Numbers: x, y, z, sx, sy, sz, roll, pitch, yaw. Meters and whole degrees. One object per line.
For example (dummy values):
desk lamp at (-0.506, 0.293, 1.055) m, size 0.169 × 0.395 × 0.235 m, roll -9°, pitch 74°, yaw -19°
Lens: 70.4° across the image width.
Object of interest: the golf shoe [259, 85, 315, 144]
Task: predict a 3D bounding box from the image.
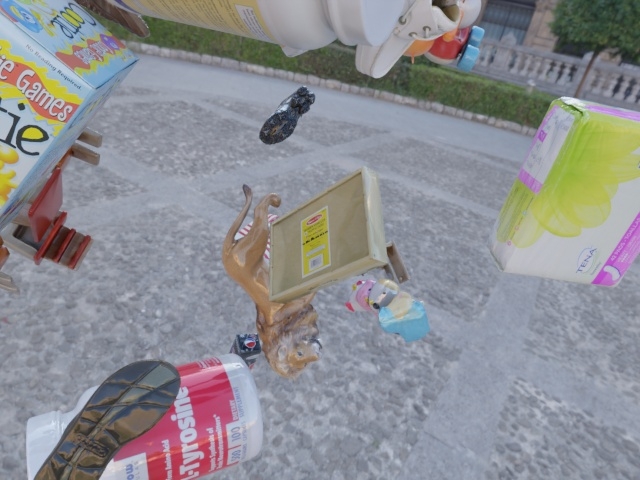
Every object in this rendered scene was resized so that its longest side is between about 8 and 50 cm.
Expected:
golf shoe at (-0.097, -0.344, 1.274) m, size 0.077 × 0.198 × 0.094 m, roll 47°, pitch -5°, yaw -23°

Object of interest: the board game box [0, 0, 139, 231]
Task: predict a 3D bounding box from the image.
board game box at (-0.338, -0.119, 0.452) m, size 0.142 × 0.275 × 0.144 m, roll 41°, pitch 21°, yaw -25°

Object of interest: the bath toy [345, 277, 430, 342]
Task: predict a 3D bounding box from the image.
bath toy at (0.154, 0.166, 1.201) m, size 0.129 × 0.151 × 0.348 m, roll -18°, pitch 6°, yaw -10°

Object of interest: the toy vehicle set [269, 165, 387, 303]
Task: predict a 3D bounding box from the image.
toy vehicle set at (0.000, 0.000, 0.802) m, size 0.035 × 0.267 × 0.166 m, roll 19°, pitch 59°, yaw -37°

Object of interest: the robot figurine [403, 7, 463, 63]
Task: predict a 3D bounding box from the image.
robot figurine at (0.217, -0.498, 0.980) m, size 0.158 × 0.219 × 0.128 m, roll 25°, pitch 8°, yaw -27°

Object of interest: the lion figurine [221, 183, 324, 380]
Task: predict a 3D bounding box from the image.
lion figurine at (-0.111, 0.091, 0.980) m, size 0.392 × 0.142 × 0.240 m, roll 51°, pitch 58°, yaw -11°

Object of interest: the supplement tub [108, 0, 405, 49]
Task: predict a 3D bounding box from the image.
supplement tub at (-0.076, -0.340, 0.469) m, size 0.331 × 0.241 × 0.241 m, roll 19°, pitch 28°, yaw 15°

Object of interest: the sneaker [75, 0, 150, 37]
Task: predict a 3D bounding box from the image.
sneaker at (-0.399, -0.437, 0.821) m, size 0.188 × 0.071 × 0.066 m, roll 47°, pitch 7°, yaw -32°

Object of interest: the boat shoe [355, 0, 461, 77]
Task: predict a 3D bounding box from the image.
boat shoe at (0.140, -0.310, 0.600) m, size 0.098 × 0.277 × 0.096 m, roll -35°, pitch 80°, yaw -36°

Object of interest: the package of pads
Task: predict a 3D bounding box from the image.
package of pads at (0.431, -0.067, 0.742) m, size 0.229 × 0.297 × 0.101 m, roll 8°, pitch 31°, yaw -7°

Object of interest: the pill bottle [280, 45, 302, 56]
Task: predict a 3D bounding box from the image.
pill bottle at (-0.046, -0.433, 0.670) m, size 0.152 × 0.272 × 0.152 m, roll -25°, pitch 18°, yaw 9°

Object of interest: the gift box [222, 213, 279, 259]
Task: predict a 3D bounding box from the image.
gift box at (-0.186, 0.054, 1.756) m, size 0.276 × 0.258 × 0.255 m, roll 20°, pitch 54°, yaw 41°

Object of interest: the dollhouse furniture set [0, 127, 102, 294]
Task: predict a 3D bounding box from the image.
dollhouse furniture set at (-0.442, -0.036, 0.735) m, size 0.135 × 0.259 × 0.262 m, roll 27°, pitch 64°, yaw -19°

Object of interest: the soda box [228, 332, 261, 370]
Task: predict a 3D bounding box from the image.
soda box at (-0.208, 0.310, 1.196) m, size 0.060 × 0.169 × 0.053 m, roll 2°, pitch 49°, yaw -26°

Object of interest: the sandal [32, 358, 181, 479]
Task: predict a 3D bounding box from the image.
sandal at (-0.276, 0.243, 0.590) m, size 0.090 × 0.219 × 0.060 m, roll 40°, pitch -11°, yaw -18°

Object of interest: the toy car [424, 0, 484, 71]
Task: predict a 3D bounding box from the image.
toy car at (0.395, -0.660, 1.315) m, size 0.219 × 0.238 × 0.210 m, roll 24°, pitch 58°, yaw 0°

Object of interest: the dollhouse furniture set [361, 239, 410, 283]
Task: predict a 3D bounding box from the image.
dollhouse furniture set at (0.150, 0.098, 1.350) m, size 0.151 × 0.144 × 0.123 m, roll -17°, pitch 78°, yaw -24°

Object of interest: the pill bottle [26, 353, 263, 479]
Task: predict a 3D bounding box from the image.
pill bottle at (-0.341, 0.384, 0.913) m, size 0.407 × 0.229 × 0.229 m, roll -8°, pitch 34°, yaw -28°
